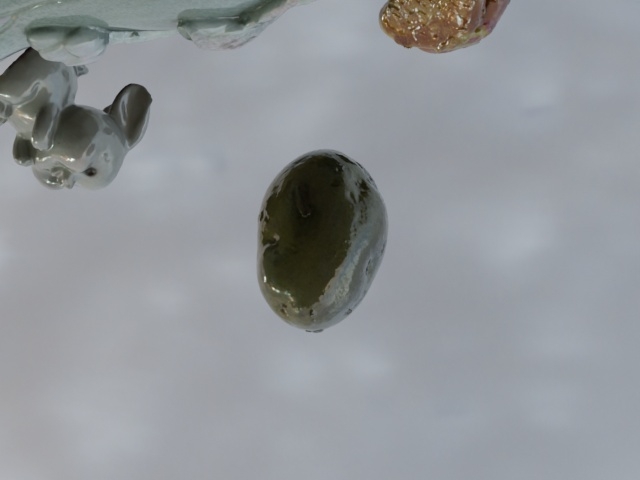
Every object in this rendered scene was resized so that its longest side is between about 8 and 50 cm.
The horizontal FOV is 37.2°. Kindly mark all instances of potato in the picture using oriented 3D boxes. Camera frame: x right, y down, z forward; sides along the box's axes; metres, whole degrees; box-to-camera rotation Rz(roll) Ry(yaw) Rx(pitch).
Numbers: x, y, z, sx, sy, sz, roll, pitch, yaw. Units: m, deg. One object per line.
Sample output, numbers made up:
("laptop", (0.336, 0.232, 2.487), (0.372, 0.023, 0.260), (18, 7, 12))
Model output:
("potato", (0.000, 0.000, 1.141), (0.160, 0.178, 0.235), (-25, -146, 40))

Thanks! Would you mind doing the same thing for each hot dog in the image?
("hot dog", (0.215, -0.385, 1.508), (0.150, 0.153, 0.256), (-53, -170, -34))

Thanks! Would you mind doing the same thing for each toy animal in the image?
("toy animal", (-0.331, -0.166, 1.245), (0.127, 0.193, 0.178), (-29, -150, 50))

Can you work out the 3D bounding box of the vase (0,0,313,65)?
("vase", (-0.146, -0.246, 0.714), (0.445, 0.250, 0.250), (-21, -129, 8))
